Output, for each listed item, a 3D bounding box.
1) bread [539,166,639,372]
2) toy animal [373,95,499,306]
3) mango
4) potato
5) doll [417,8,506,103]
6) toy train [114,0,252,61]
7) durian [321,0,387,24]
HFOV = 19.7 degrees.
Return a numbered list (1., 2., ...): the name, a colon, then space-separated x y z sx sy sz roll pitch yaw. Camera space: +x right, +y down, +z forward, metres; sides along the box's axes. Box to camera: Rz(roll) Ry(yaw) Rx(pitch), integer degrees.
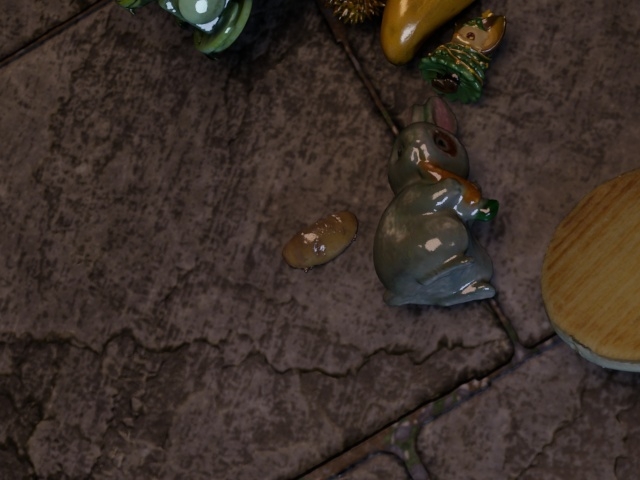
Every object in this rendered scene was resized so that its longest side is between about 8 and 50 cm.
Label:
1. bread: 0.348 0.028 1.854 0.267 0.040 0.267 -17 46 18
2. toy animal: 0.112 -0.057 1.964 0.127 0.125 0.251 -2 62 -12
3. mango: 0.128 -0.280 2.036 0.075 0.098 0.190 32 74 39
4. potato: 0.000 0.001 2.019 0.093 0.036 0.037 -32 62 5
5. doll: 0.168 -0.200 2.030 0.078 0.076 0.113 2 37 48
6. toy train: -0.144 -0.330 2.073 0.188 0.159 0.271 -56 28 11
7. durian: 0.033 -0.337 2.060 0.137 0.158 0.168 -1 52 -25
